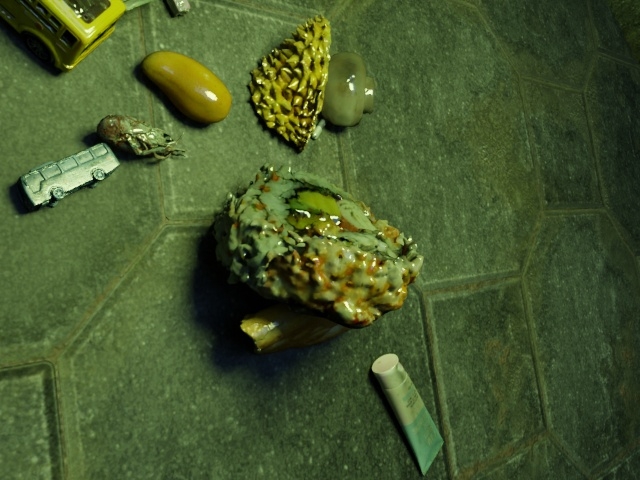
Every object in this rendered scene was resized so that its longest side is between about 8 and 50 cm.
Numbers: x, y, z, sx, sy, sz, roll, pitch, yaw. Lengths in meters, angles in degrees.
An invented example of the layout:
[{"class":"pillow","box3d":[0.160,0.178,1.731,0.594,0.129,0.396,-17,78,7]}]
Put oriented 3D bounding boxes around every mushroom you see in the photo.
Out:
[{"class":"mushroom","box3d":[0.061,-0.368,1.329,0.141,0.117,0.188,1,71,-1]}]

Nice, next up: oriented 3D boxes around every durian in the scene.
[{"class":"durian","box3d":[-0.034,-0.376,1.225,0.185,0.195,0.305,20,71,-29]}]

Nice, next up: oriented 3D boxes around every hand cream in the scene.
[{"class":"hand cream","box3d":[0.219,0.418,1.353,0.111,0.070,0.312,-45,114,-39]}]

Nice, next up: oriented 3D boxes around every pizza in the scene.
[{"class":"pizza","box3d":[-0.034,0.167,1.138,0.365,0.182,0.074,-6,59,-47]}]

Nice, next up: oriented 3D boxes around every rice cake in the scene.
[{"class":"rice cake","box3d":[-0.319,-0.546,1.112,0.036,0.047,0.207,-31,101,-33]}]

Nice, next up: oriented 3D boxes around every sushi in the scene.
[{"class":"sushi","box3d":[-0.004,-0.002,1.074,0.417,0.417,0.176,1,122,-40]}]

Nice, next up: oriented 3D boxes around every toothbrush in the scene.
[{"class":"toothbrush","box3d":[0.041,-0.354,1.386,0.024,0.026,0.288,80,31,-57]}]

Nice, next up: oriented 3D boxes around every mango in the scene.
[{"class":"mango","box3d":[-0.257,-0.300,1.092,0.184,0.085,0.102,33,65,-19]}]

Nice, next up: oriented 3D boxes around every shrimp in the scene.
[{"class":"shrimp","box3d":[-0.316,-0.184,1.021,0.190,0.073,0.075,21,55,-50]}]

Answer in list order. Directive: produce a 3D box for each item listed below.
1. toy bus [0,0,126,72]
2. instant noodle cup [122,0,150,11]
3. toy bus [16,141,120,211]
[{"class":"toy bus","box3d":[-0.481,-0.446,0.888,0.331,0.151,0.145,45,58,-25]},{"class":"instant noodle cup","box3d":[-0.347,-0.501,1.006,0.182,0.182,0.144,-38,115,-38]},{"class":"toy bus","box3d":[-0.420,-0.108,0.939,0.166,0.047,0.065,-37,100,-40]}]
